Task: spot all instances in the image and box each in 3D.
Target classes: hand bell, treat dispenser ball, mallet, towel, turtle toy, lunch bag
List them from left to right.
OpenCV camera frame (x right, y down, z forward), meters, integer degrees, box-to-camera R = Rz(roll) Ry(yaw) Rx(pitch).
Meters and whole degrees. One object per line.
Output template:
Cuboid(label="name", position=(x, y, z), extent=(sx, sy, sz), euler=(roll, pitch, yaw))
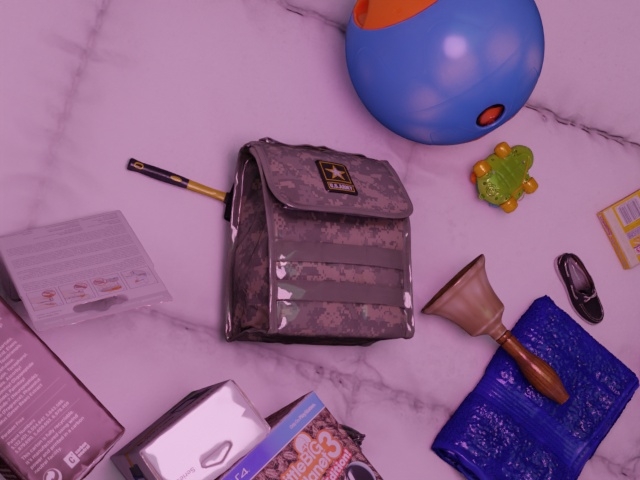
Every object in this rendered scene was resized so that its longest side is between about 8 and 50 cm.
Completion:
Cuboid(label="mallet", position=(-0.179, -0.087, 1.805), extent=(0.189, 0.039, 0.062), euler=(26, 74, -10))
Cuboid(label="lunch bag", position=(0.000, 0.000, 1.778), extent=(0.235, 0.169, 0.287), euler=(5, 78, -29))
Cuboid(label="treat dispenser ball", position=(0.179, -0.281, 1.831), extent=(0.288, 0.288, 0.288), euler=(4, 80, -20))
Cuboid(label="turtle toy", position=(0.287, -0.103, 1.960), extent=(0.130, 0.066, 0.095), euler=(-40, 97, -22))
Cuboid(label="hand bell", position=(0.275, 0.150, 1.864), extent=(0.126, 0.126, 0.242), euler=(-43, 89, -21))
Cuboid(label="towel", position=(0.336, 0.264, 1.911), extent=(0.227, 0.076, 0.308), euler=(41, 70, -10))

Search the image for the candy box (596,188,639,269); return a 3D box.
Cuboid(label="candy box", position=(0.555, -0.043, 2.070), extent=(0.206, 0.027, 0.105), euler=(-27, 93, -22))

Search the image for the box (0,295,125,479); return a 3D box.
Cuboid(label="box", position=(-0.434, 0.151, 1.587), extent=(0.381, 0.191, 0.143), euler=(47, 69, -8))

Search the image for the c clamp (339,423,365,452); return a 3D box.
Cuboid(label="c clamp", position=(0.038, 0.339, 1.820), extent=(0.137, 0.022, 0.161), euler=(-7, 85, -16))

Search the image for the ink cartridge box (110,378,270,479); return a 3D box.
Cuboid(label="ink cartridge box", position=(-0.172, 0.267, 1.649), extent=(0.154, 0.212, 0.093), euler=(-38, 95, -21))

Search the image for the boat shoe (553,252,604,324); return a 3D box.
Cuboid(label="boat shoe", position=(0.413, 0.075, 1.991), extent=(0.046, 0.038, 0.125), euler=(-27, 91, -22))

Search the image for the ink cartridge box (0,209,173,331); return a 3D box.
Cuboid(label="ink cartridge box", position=(-0.311, 0.052, 1.644), extent=(0.181, 0.225, 0.056), euler=(-13, 129, -22))

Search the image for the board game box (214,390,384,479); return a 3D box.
Cuboid(label="board game box", position=(-0.022, 0.393, 1.670), extent=(0.291, 0.141, 0.232), euler=(51, 49, -2))
